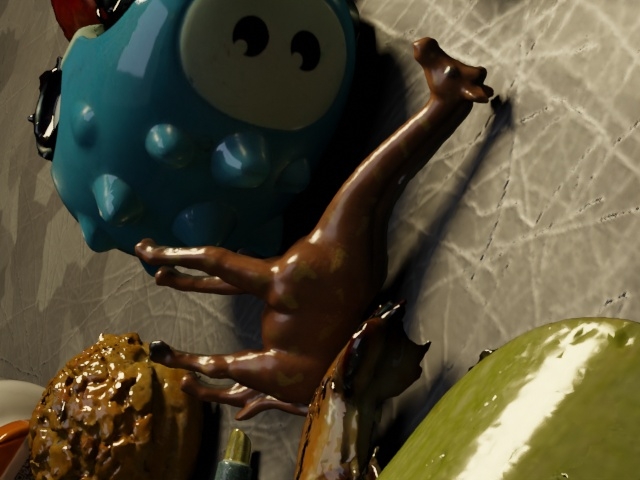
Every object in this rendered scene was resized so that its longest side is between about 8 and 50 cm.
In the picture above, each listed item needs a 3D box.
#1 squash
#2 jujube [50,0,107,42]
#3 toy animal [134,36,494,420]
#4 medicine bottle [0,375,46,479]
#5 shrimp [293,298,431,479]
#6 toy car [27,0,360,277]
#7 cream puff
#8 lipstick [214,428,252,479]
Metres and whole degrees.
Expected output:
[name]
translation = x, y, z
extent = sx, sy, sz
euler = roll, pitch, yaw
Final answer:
[squash]
translation = 0.105, 0.163, 0.519
extent = 0.237, 0.155, 0.204
euler = 43, 154, 36
[jujube]
translation = -0.142, -0.313, 1.070
extent = 0.223, 0.223, 0.318
euler = 6, 90, 61
[toy animal]
translation = 0.000, 0.000, 0.764
extent = 0.230, 0.066, 0.224
euler = -6, 99, 16
[medicine bottle]
translation = -0.301, 0.199, 1.128
extent = 0.289, 0.157, 0.157
euler = -3, 73, 60
[shrimp]
translation = 0.064, 0.120, 0.642
extent = 0.290, 0.054, 0.222
euler = -38, 45, 44
[toy car]
translation = -0.080, -0.082, 0.857
extent = 0.255, 0.189, 0.190
euler = -53, 39, 32
[cream puff]
translation = -0.161, 0.149, 0.953
extent = 0.150, 0.115, 0.165
euler = -28, 53, 49
[lipstick]
translation = -0.065, 0.187, 0.857
extent = 0.037, 0.037, 0.116
euler = -15, 57, 57
